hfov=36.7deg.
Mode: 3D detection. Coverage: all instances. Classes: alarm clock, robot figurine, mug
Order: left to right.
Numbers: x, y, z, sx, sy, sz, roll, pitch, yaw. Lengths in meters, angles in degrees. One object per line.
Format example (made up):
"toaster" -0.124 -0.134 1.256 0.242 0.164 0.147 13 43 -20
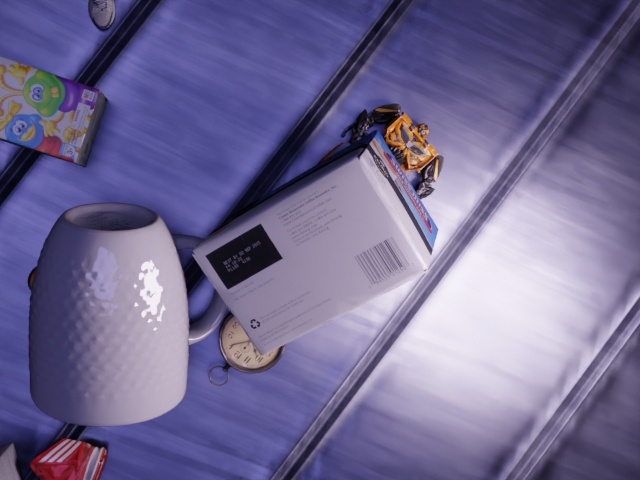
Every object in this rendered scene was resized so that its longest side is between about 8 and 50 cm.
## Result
"mug" -0.326 0.107 1.707 0.374 0.276 0.328 -8 113 -33
"alarm clock" -0.145 0.202 1.855 0.129 0.064 0.192 42 84 -6
"robot figurine" 0.103 -0.127 1.863 0.291 0.085 0.211 -42 96 -4

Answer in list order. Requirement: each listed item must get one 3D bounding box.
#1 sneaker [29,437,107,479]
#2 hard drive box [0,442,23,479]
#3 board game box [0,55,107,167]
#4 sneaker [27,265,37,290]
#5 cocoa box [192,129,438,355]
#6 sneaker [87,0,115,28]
"sneaker" -0.499 0.480 1.825 0.128 0.087 0.221 20 77 2
"hard drive box" -0.648 0.452 1.721 0.181 0.232 0.089 -15 93 -5
"board game box" -0.548 -0.246 1.759 0.275 0.144 0.142 18 89 -7
"sneaker" -0.453 0.039 1.808 0.215 0.083 0.084 -36 93 -6
"cocoa box" 0.000 0.000 1.703 0.347 0.228 0.231 -29 99 19
"sneaker" -0.413 -0.467 1.811 0.052 0.058 0.135 1 92 -6
